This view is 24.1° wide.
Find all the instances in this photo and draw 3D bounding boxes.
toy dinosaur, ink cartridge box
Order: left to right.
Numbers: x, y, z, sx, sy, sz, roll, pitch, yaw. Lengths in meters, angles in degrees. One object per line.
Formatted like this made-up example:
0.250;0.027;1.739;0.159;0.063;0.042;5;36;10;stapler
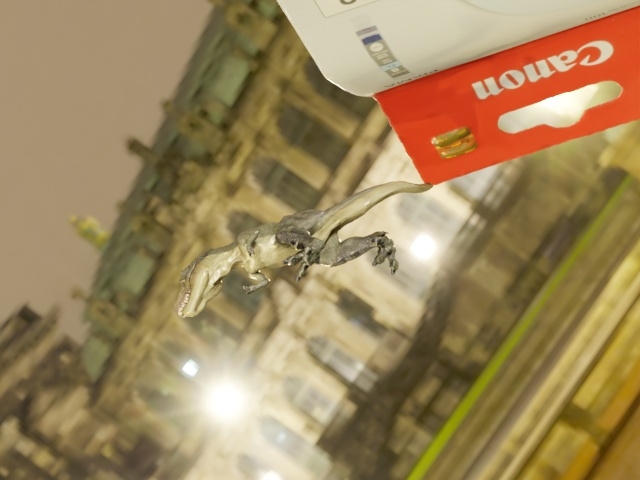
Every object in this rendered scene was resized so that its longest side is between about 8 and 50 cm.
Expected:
0.000;0.000;1.293;0.268;0.064;0.118;-22;21;-16;toy dinosaur
0.161;-0.177;1.250;0.385;0.308;0.091;55;-156;-45;ink cartridge box
